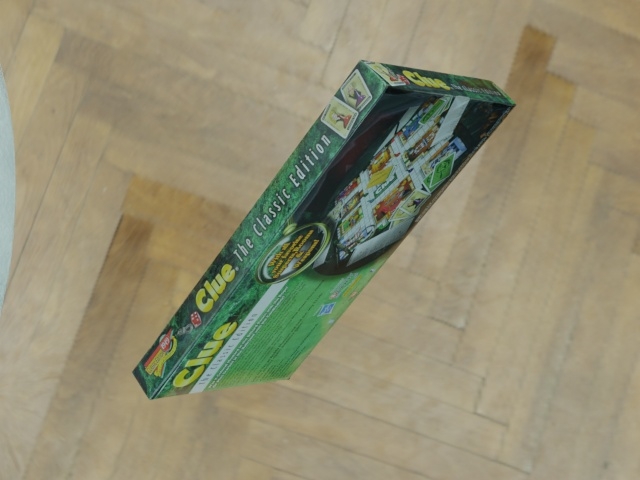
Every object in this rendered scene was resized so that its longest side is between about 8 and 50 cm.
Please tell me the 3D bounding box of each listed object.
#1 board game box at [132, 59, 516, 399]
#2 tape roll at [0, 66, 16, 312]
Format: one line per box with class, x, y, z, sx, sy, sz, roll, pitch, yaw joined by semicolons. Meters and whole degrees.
board game box;0.000;0.000;0.804;0.136;0.259;0.030;-3;48;-53
tape roll;-0.318;-0.008;0.625;0.392;0.072;0.392;-5;80;27
